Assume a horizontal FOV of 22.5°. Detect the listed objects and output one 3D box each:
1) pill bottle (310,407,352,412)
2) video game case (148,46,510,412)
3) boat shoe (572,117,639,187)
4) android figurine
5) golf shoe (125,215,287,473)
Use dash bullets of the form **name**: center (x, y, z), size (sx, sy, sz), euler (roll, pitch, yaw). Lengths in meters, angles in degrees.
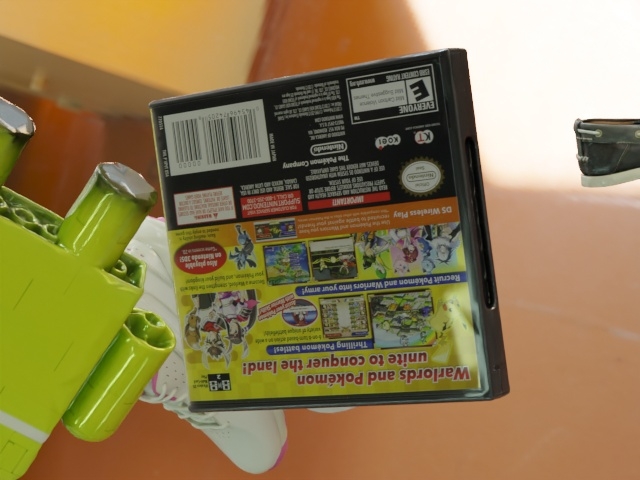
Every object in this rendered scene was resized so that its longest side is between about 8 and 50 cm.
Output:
- **pill bottle**: center (-0.007, 0.036, 1.552), size (0.146, 0.146, 0.264), euler (41, 150, 53)
- **video game case**: center (0.000, 0.000, 1.201), size (0.274, 0.035, 0.248), euler (-6, 92, 34)
- **boat shoe**: center (0.377, -0.117, 1.666), size (0.084, 0.233, 0.079), euler (-112, 9, -85)
- **android figurine**: center (-0.220, 0.047, 0.990), size (0.273, 0.248, 0.056), euler (-56, 17, 22)
- **golf shoe**: center (-0.143, 0.127, 1.583), size (0.115, 0.306, 0.140), euler (-13, 27, 41)
